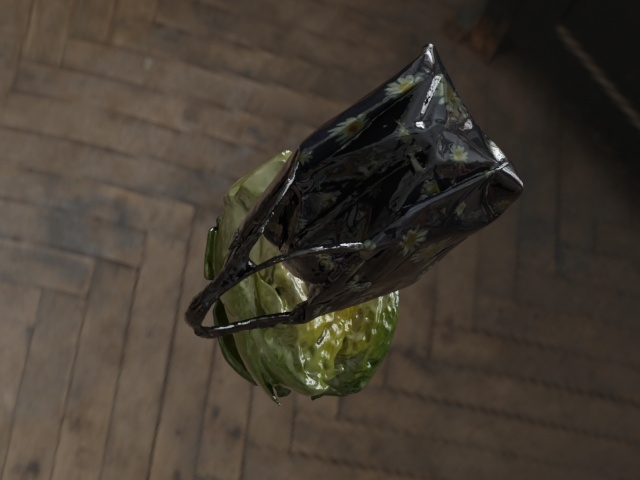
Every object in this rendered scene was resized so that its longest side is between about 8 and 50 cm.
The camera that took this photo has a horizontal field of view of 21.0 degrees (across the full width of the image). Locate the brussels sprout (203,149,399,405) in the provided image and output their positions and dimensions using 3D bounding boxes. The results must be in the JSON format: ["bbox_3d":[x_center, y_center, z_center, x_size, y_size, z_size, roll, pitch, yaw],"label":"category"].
[{"bbox_3d":[-0.015,0.030,1.199,0.139,0.100,0.181,-28,99,-27],"label":"brussels sprout"}]

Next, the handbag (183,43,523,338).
[{"bbox_3d":[0.000,0.000,0.691,0.139,0.115,0.072,-35,85,-34],"label":"handbag"}]
